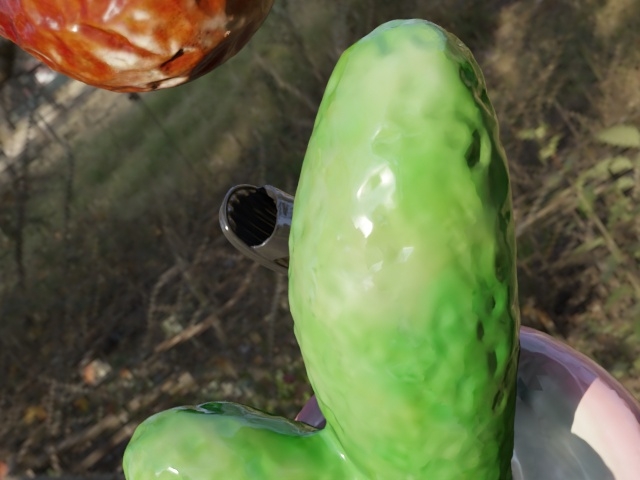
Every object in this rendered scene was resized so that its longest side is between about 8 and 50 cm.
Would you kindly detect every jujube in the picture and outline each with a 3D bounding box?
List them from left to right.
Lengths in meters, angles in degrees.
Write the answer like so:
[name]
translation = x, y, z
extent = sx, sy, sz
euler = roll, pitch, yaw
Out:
[jujube]
translation = -0.147, -0.196, 0.815
extent = 0.255, 0.190, 0.190
euler = 17, 48, 39

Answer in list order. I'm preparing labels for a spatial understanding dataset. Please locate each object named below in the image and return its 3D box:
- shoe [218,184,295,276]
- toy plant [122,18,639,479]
[shoe]
translation = 0.000, 0.000, 0.878
extent = 0.053, 0.159, 0.062
euler = -27, 46, 33
[toy plant]
translation = 0.059, 0.109, 0.588
extent = 0.211, 0.356, 0.317
euler = 2, 74, 32
